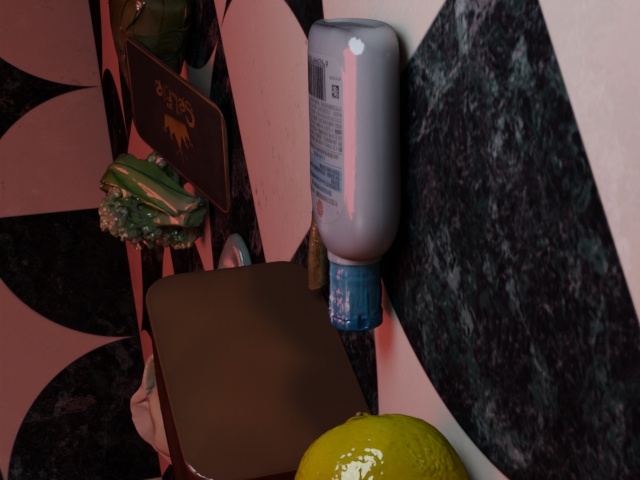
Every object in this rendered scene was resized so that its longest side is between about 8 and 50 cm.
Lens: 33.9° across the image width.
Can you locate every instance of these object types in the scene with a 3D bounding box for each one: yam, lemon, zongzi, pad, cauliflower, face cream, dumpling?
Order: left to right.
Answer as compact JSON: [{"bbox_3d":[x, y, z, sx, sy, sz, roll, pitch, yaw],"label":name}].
[{"bbox_3d":[-0.369,-0.438,2.226,0.323,0.160,0.360,-110,21,-43],"label":"zongzi"},{"bbox_3d":[-0.301,-0.242,1.995,0.375,0.063,0.315,39,141,38],"label":"pad"},{"bbox_3d":[-0.326,-0.075,2.187,0.315,0.256,0.238,15,110,40],"label":"cauliflower"},{"bbox_3d":[-0.237,0.314,1.939,0.243,0.187,0.318,-9,108,33],"label":"dumpling"},{"bbox_3d":[0.000,0.000,1.375,0.032,0.032,0.145,-122,31,-56],"label":"yam"},{"bbox_3d":[0.036,-0.066,1.139,0.163,0.080,0.336,-141,47,-66],"label":"face cream"},{"bbox_3d":[0.062,0.264,1.014,0.178,0.178,0.203,115,147,-60],"label":"lemon"}]

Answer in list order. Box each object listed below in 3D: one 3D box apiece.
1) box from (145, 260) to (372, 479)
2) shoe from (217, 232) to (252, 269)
[{"bbox_3d":[-0.091,0.231,1.420,0.229,0.239,0.339,96,159,-45],"label":"box"},{"bbox_3d":[-0.159,0.088,1.867,0.079,0.078,0.195,-175,75,-74],"label":"shoe"}]
